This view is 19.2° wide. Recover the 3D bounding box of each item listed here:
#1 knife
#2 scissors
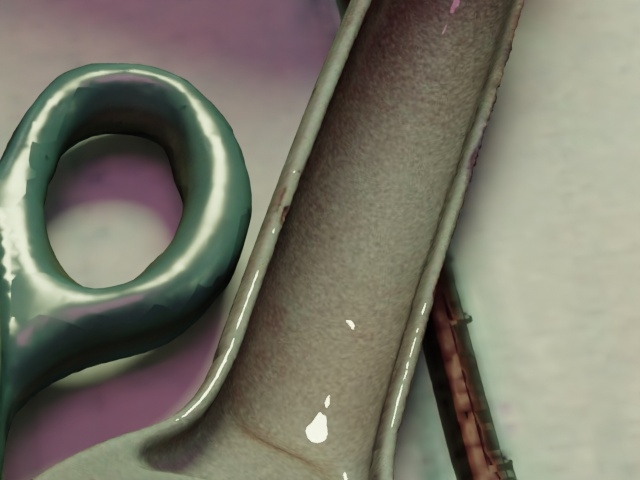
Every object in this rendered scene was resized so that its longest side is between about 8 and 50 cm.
[{"bbox_3d":[-0.001,0.001,0.435,0.123,0.053,0.278,29,48,-11],"label":"knife"},{"bbox_3d":[-0.089,0.059,0.401,0.138,0.041,0.289,6,48,-3],"label":"scissors"}]
